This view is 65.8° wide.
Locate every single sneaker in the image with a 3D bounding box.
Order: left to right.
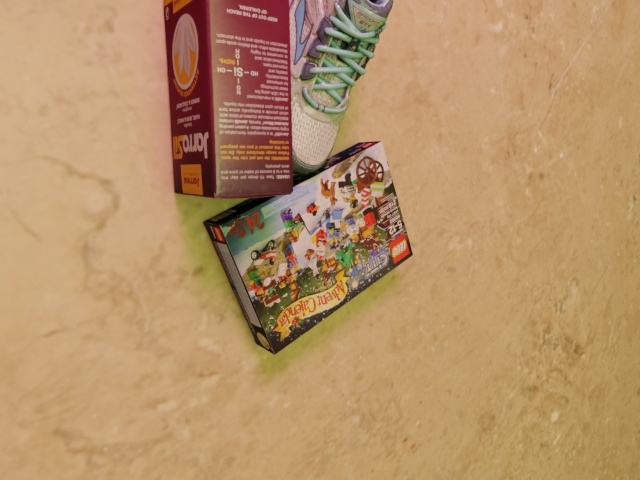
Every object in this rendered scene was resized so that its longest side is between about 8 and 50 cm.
[{"bbox_3d":[0.006,-0.208,0.506,0.110,0.122,0.283,8,92,-37],"label":"sneaker"}]

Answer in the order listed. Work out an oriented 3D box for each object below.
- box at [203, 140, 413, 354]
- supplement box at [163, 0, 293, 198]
[{"bbox_3d":[0.000,0.000,0.579,0.233,0.044,0.159,-32,114,-29],"label":"box"},{"bbox_3d":[-0.086,-0.135,0.460,0.080,0.104,0.188,-7,100,-35],"label":"supplement box"}]
